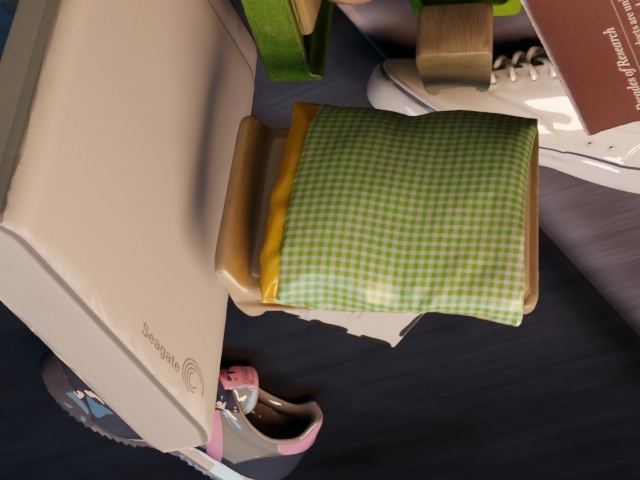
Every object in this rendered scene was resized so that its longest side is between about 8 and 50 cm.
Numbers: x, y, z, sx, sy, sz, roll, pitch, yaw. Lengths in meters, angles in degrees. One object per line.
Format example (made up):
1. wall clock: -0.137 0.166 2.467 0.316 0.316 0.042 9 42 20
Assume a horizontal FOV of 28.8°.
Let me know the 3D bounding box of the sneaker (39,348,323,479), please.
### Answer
1. sneaker: -0.140 0.163 1.338 0.319 0.112 0.131 28 119 -31

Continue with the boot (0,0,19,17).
1. boot: -0.214 -0.212 0.907 0.087 0.042 0.118 -22 136 21

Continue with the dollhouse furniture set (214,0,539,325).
1. dollhouse furniture set: 0.037 -0.111 0.792 0.197 0.302 0.151 -1 144 11

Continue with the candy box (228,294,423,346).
1. candy box: 0.000 0.000 1.124 0.233 0.071 0.159 19 139 -17

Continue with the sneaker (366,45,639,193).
1. sneaker: 0.165 -0.113 0.966 0.258 0.094 0.091 11 123 -15

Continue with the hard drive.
1. hard drive: -0.119 -0.075 0.812 0.047 0.353 0.233 -12 139 20

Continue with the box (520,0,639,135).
1. box: 0.231 -0.200 0.768 0.203 0.169 0.167 -15 139 24

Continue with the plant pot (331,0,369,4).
1. plant pot: -0.064 -0.271 0.675 0.229 0.263 0.263 11 145 20
